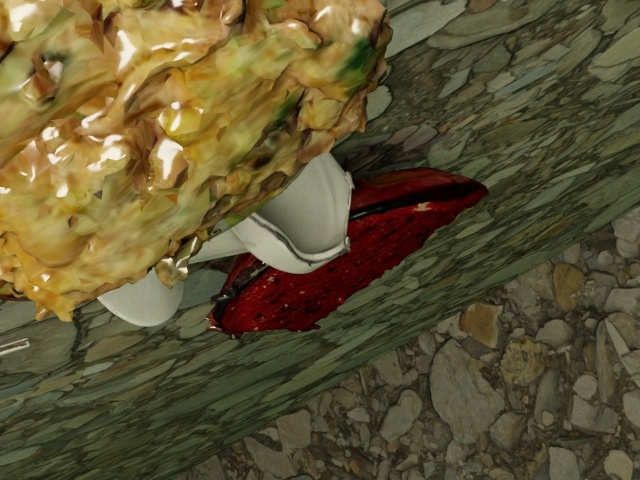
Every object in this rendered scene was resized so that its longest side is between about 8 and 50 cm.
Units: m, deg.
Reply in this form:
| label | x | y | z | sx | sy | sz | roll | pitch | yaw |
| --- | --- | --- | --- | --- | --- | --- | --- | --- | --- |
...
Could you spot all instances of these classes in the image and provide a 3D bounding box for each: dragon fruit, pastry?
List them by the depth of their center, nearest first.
| label | x | y | z | sx | sy | sz | roll | pitch | yaw |
| --- | --- | --- | --- | --- | --- | --- | --- | --- | --- |
| pastry | -0.078 | -0.095 | 0.446 | 0.275 | 0.193 | 0.275 | -40 | 149 | -31 |
| dragon fruit | 0.000 | 0.000 | 1.333 | 0.343 | 0.100 | 0.282 | -36 | 162 | 29 |

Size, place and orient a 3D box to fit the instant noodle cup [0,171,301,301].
| label | x | y | z | sx | sy | sz | roll | pitch | yaw |
| --- | --- | --- | --- | --- | --- | --- | --- | --- | --- |
| instant noodle cup | -0.130 | -0.074 | 0.676 | 0.205 | 0.153 | 0.205 | -26 | 169 | -5 |

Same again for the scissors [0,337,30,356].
| label | x | y | z | sx | sy | sz | roll | pitch | yaw |
| --- | --- | --- | --- | --- | --- | --- | --- | --- | --- |
| scissors | -0.385 | 0.133 | 1.321 | 0.119 | 0.014 | 0.058 | -19 | 167 | -12 |

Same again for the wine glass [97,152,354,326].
| label | x | y | z | sx | sy | sz | roll | pitch | yaw |
| --- | --- | --- | --- | --- | --- | --- | --- | --- | --- |
| wine glass | -0.094 | -0.023 | 0.961 | 0.196 | 0.165 | 0.165 | -25 | 169 | 29 |
